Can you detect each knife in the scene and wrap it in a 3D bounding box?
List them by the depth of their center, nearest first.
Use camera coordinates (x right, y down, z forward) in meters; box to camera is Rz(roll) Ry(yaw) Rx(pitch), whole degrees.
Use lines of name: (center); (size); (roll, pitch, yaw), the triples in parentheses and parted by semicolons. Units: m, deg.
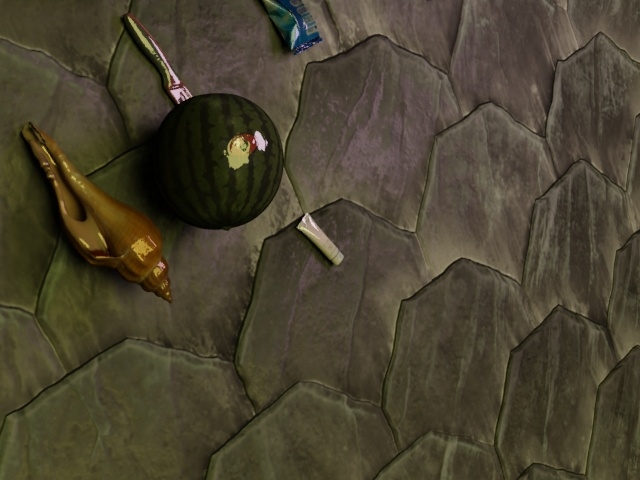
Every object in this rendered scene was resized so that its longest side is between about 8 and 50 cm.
knife: (-0.240, -0.257, 1.396); (0.035, 0.018, 0.247); (-51, 119, -33)

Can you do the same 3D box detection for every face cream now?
face cream: (0.000, 0.000, 1.577); (0.115, 0.020, 0.038); (47, 60, -24)

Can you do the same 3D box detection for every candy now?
candy: (-0.053, -0.403, 1.550); (0.088, 0.038, 0.136); (-38, 102, -38)

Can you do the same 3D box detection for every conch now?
conch: (-0.327, -0.033, 1.275); (0.109, 0.093, 0.330); (-42, 93, -15)

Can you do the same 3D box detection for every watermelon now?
watermelon: (-0.159, -0.119, 1.332); (0.212, 0.212, 0.212); (3, 85, -40)
